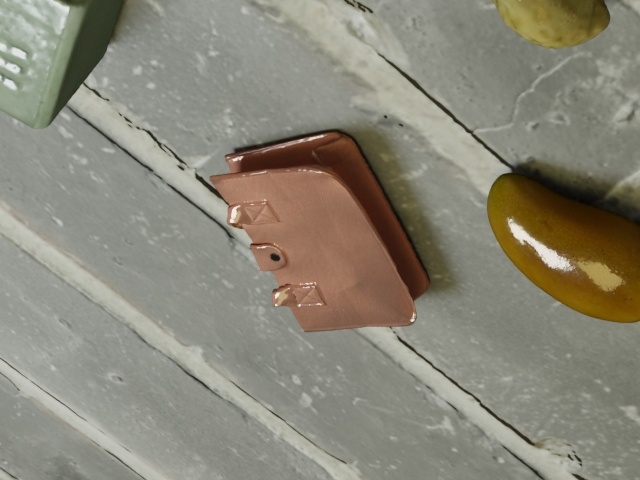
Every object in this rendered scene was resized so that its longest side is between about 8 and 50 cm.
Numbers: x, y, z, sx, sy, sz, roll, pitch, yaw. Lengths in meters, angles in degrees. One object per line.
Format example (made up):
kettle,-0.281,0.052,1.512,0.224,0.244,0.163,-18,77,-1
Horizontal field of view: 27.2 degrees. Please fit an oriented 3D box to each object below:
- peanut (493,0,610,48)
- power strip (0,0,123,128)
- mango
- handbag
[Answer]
peanut,0.123,-0.225,0.990,0.229,0.098,0.103,31,179,-3
power strip,-0.265,-0.197,1.174,0.140,0.139,0.224,28,137,-2
mango,0.225,0.010,1.176,0.184,0.085,0.102,28,137,6
handbag,0.000,0.000,1.295,0.157,0.059,0.212,-8,128,31
